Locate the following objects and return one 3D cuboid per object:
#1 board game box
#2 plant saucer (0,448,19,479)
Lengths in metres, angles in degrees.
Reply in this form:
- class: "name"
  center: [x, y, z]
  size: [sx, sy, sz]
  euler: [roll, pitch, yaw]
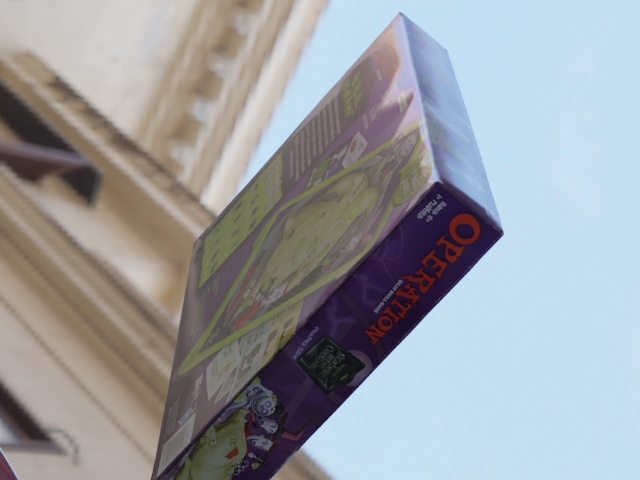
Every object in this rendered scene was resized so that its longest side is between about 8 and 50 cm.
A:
- class: "board game box"
  center: [0.000, 0.000, 1.001]
  size: [0.208, 0.056, 0.347]
  euler: [-51, -168, 16]
- class: "plant saucer"
  center: [-0.202, 0.206, 0.968]
  size: [0.332, 0.084, 0.332]
  euler: [40, -41, 45]
